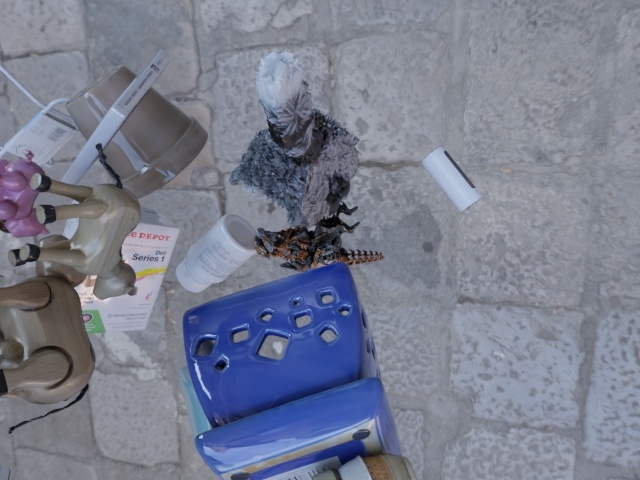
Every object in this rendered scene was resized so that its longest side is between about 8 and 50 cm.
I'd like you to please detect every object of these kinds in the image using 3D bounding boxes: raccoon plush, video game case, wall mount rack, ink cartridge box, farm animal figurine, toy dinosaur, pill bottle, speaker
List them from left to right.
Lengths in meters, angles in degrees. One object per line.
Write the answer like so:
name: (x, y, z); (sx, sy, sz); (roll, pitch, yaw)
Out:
wall mount rack: (-0.880, -0.361, 1.203); (0.350, 0.304, 0.130); (-35, 64, 13)
farm animal figurine: (-0.354, 0.064, 0.534); (0.330, 0.172, 0.326); (-4, 86, 28)
ink cartridge box: (-0.472, 0.061, 0.925); (0.117, 0.201, 0.278); (29, 102, 35)
video game case: (-0.298, -0.171, 0.591); (0.022, 0.173, 0.190); (36, 129, -29)
pill bottle: (-0.286, 0.042, 1.116); (0.229, 0.131, 0.131); (-38, 87, 23)
raccoon plush: (-0.097, -0.228, 0.842); (0.299, 0.216, 0.446); (29, 152, 26)
toy dinosaur: (0.000, 0.000, 1.039); (0.164, 0.322, 0.218); (59, 140, 42)
speaker: (0.270, -0.125, 0.837); (0.055, 0.055, 0.136); (-39, 79, 21)

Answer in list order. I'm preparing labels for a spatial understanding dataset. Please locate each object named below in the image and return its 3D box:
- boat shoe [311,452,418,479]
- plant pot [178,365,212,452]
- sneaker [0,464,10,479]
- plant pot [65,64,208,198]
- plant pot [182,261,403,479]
boat shoe: (0.074, 0.363, 0.436); (0.103, 0.113, 0.302); (-16, 113, -13)
plant pot: (-0.258, 0.472, 1.173); (0.247, 0.252, 0.247); (-12, 86, -21)
sneaker: (-0.780, 0.544, 0.867); (0.178, 0.123, 0.296); (41, 156, -28)
plant pot: (-0.536, -0.326, 1.163); (0.323, 0.323, 0.280); (-19, 129, 21)
plant pot: (-0.026, 0.202, 0.524); (0.236, 0.212, 0.236); (-18, 129, -1)
